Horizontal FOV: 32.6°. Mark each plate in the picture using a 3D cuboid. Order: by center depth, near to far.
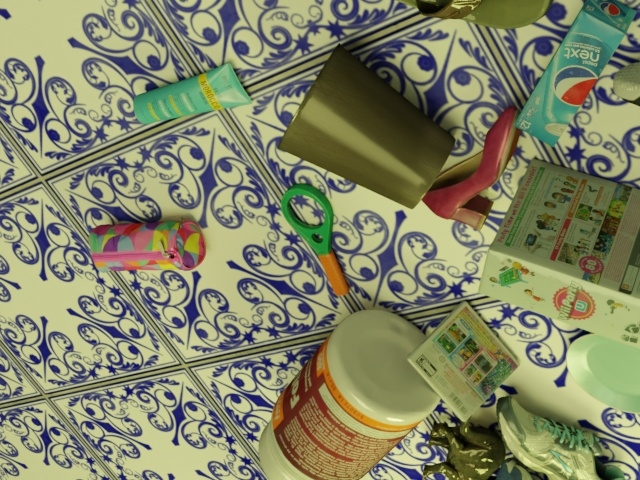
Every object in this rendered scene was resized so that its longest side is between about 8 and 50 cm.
[{"bbox_3d":[0.497,0.213,1.800,0.188,0.024,0.188,22,142,19],"label":"plate"}]

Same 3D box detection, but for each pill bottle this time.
[{"bbox_3d":[0.042,0.317,2.022,0.224,0.224,0.392,35,135,-1],"label":"pill bottle"}]

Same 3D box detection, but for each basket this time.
[{"bbox_3d":[0.076,-0.158,1.657,0.226,0.154,0.204,32,137,-3],"label":"basket"}]

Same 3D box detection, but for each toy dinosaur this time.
[{"bbox_3d":[0.282,0.396,2.050,0.160,0.121,0.314,13,128,5],"label":"toy dinosaur"}]

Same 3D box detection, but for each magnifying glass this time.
[{"bbox_3d":[0.000,0.000,1.922,0.092,0.026,0.231,-4,123,32],"label":"magnifying glass"}]

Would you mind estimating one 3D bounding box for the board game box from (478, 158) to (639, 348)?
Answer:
[{"bbox_3d":[0.407,0.022,1.560,0.303,0.224,0.098,20,136,15],"label":"board game box"}]

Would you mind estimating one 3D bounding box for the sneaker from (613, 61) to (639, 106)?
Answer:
[{"bbox_3d":[0.512,-0.141,1.445,0.268,0.101,0.153,14,130,16],"label":"sneaker"}]

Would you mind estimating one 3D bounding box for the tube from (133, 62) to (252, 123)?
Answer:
[{"bbox_3d":[-0.217,-0.241,1.830,0.207,0.052,0.080,-10,130,29],"label":"tube"}]

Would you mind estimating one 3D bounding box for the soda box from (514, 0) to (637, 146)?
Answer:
[{"bbox_3d":[0.344,-0.231,1.489,0.067,0.071,0.210,29,135,5],"label":"soda box"}]

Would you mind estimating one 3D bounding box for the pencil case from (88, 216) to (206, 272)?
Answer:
[{"bbox_3d":[-0.330,0.012,2.068,0.236,0.104,0.104,-3,125,33],"label":"pencil case"}]

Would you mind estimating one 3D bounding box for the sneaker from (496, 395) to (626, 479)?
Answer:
[{"bbox_3d":[0.428,0.361,1.942,0.283,0.110,0.122,44,117,-13],"label":"sneaker"}]

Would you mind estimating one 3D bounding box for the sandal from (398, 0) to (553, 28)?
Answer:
[{"bbox_3d":[0.166,-0.343,1.486,0.302,0.086,0.120,13,132,20],"label":"sandal"}]

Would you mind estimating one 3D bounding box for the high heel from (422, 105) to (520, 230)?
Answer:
[{"bbox_3d":[0.224,-0.122,1.655,0.117,0.082,0.244,26,143,12],"label":"high heel"}]

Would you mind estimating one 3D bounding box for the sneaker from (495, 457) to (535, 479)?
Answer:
[{"bbox_3d":[0.383,0.471,1.965,0.131,0.112,0.296,23,174,26],"label":"sneaker"}]

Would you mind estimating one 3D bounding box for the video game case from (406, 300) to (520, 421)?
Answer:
[{"bbox_3d":[0.246,0.208,1.882,0.157,0.143,0.019,48,171,-14],"label":"video game case"}]
